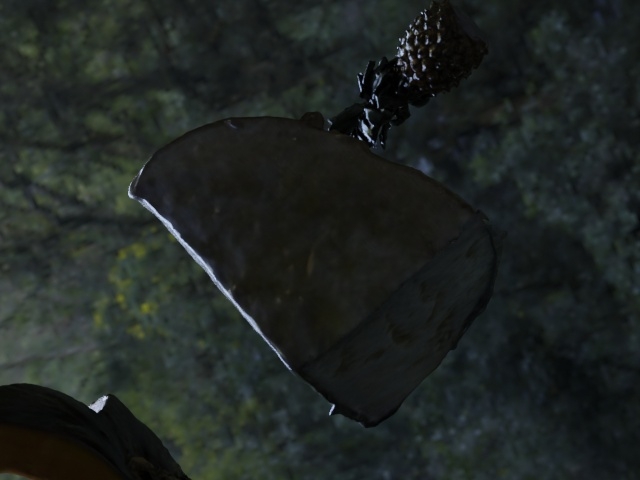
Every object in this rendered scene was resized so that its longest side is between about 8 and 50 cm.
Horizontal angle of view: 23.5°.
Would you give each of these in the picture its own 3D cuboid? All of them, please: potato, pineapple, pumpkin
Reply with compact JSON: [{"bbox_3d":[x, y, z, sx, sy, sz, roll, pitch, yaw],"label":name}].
[{"bbox_3d":[0.007,-0.003,1.319,0.264,0.211,0.189,44,-177,22],"label":"potato"},{"bbox_3d":[0.073,-0.136,1.339,0.074,0.159,0.074,40,-158,-20],"label":"pineapple"},{"bbox_3d":[-0.141,0.213,1.173,0.258,0.095,0.290,49,-179,10],"label":"pumpkin"}]
